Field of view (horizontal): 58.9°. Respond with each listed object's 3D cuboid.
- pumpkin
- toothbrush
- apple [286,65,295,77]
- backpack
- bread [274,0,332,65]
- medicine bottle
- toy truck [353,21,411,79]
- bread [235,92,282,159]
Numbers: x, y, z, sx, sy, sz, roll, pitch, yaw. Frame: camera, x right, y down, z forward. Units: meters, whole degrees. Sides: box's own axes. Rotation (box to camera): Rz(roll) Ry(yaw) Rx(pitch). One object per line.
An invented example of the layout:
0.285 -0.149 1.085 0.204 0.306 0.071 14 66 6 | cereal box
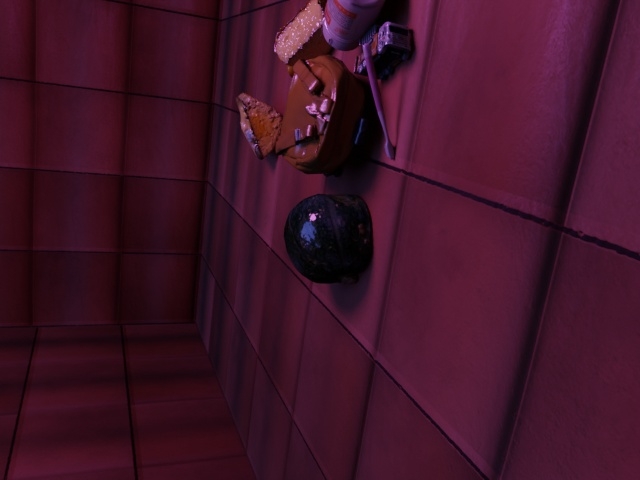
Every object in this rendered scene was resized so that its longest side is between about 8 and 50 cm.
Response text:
0.000 0.000 1.623 0.293 0.197 0.263 127 136 -58 | pumpkin
0.144 -0.342 1.407 0.025 0.020 0.286 -144 38 -72 | toothbrush
-0.068 -0.606 1.954 0.114 0.102 0.099 -148 61 -66 | apple
0.007 -0.345 1.622 0.378 0.201 0.353 -127 45 -60 | backpack
-0.027 -0.660 1.820 0.260 0.134 0.129 -34 66 46 | bread
0.085 -0.607 1.483 0.252 0.145 0.144 126 143 -81 | medicine bottle
0.159 -0.489 1.428 0.178 0.080 0.115 162 114 -67 | toy truck
-0.250 -0.482 2.324 0.204 0.163 0.262 -138 31 -60 | bread
